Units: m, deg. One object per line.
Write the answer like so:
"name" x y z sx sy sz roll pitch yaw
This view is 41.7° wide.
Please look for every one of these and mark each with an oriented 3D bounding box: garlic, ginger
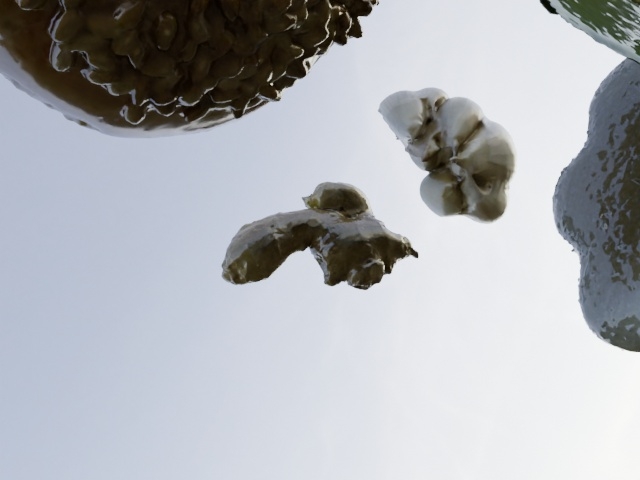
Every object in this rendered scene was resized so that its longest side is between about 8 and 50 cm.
"garlic" 0.235 -0.155 1.449 0.184 0.281 0.203 -27 -2 10
"ginger" -0.001 0.009 0.912 0.214 0.133 0.059 -26 -17 -29

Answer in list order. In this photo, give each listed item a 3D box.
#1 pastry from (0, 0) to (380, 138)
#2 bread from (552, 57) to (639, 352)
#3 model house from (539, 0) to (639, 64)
"pastry" -0.107 -0.274 0.610 0.409 0.245 0.410 -8 -77 -38
"bread" 0.310 -0.070 0.762 0.102 0.183 0.338 18 -83 -38
"model house" 0.266 -0.256 0.624 0.194 0.170 0.211 20 -70 -51
